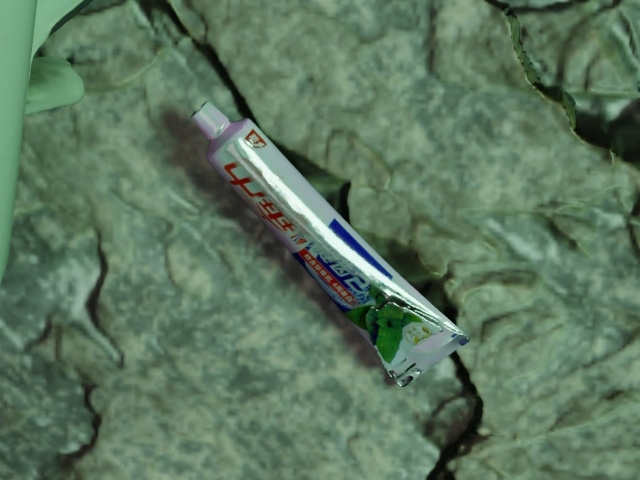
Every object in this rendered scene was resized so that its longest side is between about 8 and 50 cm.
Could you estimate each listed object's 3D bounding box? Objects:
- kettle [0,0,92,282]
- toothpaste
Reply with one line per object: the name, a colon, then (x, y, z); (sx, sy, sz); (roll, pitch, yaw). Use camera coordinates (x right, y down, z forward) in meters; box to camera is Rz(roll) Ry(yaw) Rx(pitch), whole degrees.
kettle: (-0.166, -0.163, 0.567); (0.361, 0.250, 0.377); (-11, 135, -34)
toothpaste: (0.000, 0.000, 0.739); (0.045, 0.028, 0.170); (-38, 104, 20)
